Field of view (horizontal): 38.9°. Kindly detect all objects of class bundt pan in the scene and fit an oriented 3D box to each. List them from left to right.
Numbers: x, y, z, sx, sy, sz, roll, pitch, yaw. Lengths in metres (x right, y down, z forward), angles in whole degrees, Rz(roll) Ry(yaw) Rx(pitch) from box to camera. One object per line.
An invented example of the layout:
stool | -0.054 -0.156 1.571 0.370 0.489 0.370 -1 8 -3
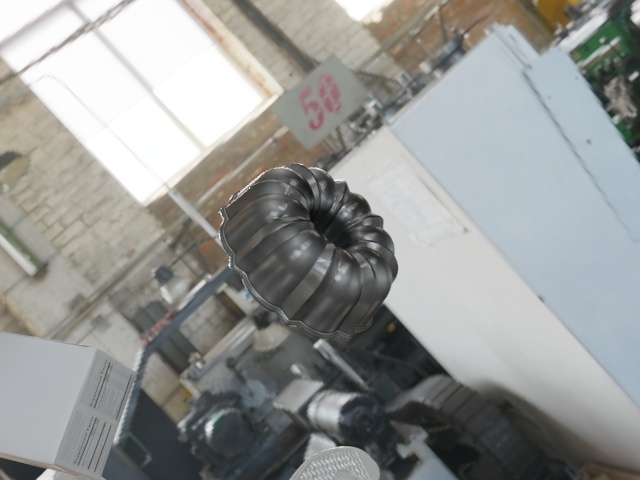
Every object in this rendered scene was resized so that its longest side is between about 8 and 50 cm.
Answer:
bundt pan | 0.000 0.000 1.534 0.124 0.331 0.331 -46 1 33

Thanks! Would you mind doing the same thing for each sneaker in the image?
sneaker | -0.033 0.382 1.223 0.256 0.094 0.151 -30 -22 -39

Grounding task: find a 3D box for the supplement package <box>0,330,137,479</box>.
supplement package | -0.495 0.283 1.583 0.145 0.262 0.204 53 -132 -58

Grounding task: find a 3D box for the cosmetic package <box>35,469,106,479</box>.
cosmetic package | -0.659 0.665 2.323 0.151 0.151 0.183 -46 11 3
